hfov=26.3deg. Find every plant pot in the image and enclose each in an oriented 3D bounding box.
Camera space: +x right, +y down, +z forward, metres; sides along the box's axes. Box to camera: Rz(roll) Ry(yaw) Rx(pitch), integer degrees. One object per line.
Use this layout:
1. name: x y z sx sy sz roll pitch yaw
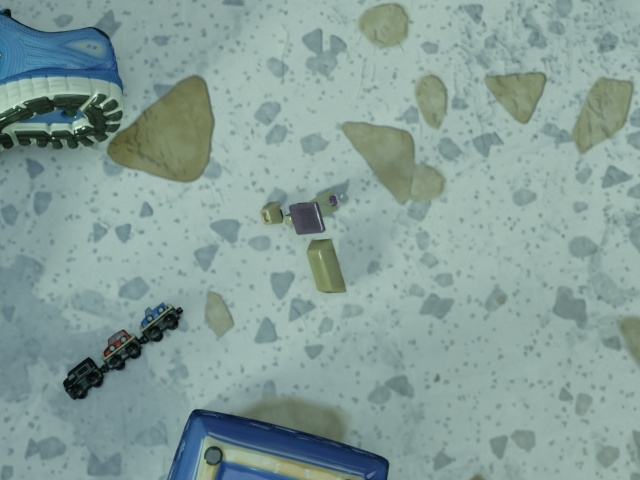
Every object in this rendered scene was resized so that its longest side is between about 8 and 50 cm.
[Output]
1. plant pot: -0.059 0.306 1.416 0.236 0.212 0.236 15 80 0

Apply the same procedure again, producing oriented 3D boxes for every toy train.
1. toy train: -0.222 0.120 1.538 0.158 0.027 0.036 -37 72 -7

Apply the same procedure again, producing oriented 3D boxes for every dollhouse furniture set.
1. dollhouse furniture set: 0.000 0.000 1.574 0.081 0.091 0.114 -30 108 -46

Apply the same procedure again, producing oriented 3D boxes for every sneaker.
1. sneaker: -0.381 -0.174 1.548 0.330 0.129 0.147 -5 57 4
